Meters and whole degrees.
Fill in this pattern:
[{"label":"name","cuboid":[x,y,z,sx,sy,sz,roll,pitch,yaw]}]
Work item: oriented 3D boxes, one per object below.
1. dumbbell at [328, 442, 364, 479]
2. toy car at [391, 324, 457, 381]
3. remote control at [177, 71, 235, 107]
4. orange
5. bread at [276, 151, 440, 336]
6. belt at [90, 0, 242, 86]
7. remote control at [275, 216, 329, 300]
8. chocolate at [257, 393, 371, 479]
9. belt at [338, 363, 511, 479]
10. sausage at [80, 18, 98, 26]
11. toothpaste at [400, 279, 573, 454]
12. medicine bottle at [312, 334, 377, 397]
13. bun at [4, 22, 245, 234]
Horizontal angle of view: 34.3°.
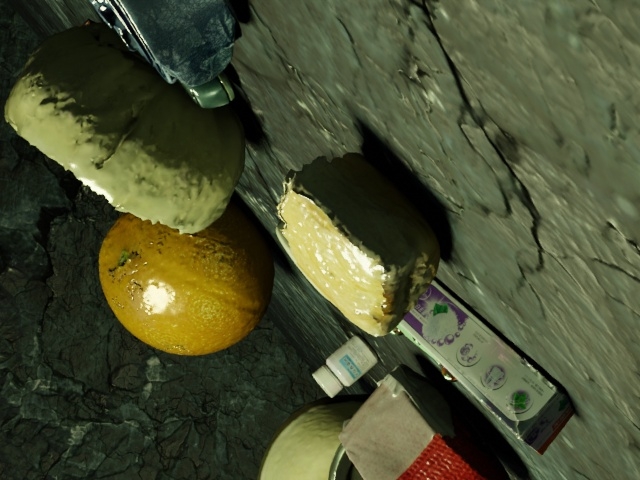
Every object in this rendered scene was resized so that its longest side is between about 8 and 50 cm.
[{"label":"dumbbell","cuboid":[0.118,0.358,1.469,0.192,0.192,0.290,53,173,-14]},{"label":"toy car","cuboid":[0.093,0.082,0.905,0.122,0.035,0.059,37,167,26]},{"label":"remote control","cuboid":[-0.157,-0.208,0.949,0.222,0.042,0.072,49,174,10]},{"label":"orange","cuboid":[-0.207,0.048,1.620,0.274,0.274,0.274,49,172,9]},{"label":"bread","cuboid":[0.032,-0.001,0.719,0.106,0.082,0.125,37,158,20]},{"label":"belt","cuboid":[-0.130,-0.194,0.715,0.190,0.082,0.141,57,175,-32]},{"label":"remote control","cuboid":[0.000,0.000,0.895,0.078,0.042,0.221,50,-173,-6]},{"label":"chocolate","cuboid":[0.075,0.456,1.774,0.326,0.314,0.297,53,167,-23]},{"label":"belt","cuboid":[0.117,0.225,1.125,0.128,0.124,0.201,31,-167,-43]},{"label":"sausage","cuboid":[-0.278,-0.190,1.554,0.102,0.102,0.330,44,169,41]},{"label":"toothpaste","cuboid":[0.109,0.079,0.782,0.040,0.047,0.196,38,-176,-46]},{"label":"medicine bottle","cuboid":[0.036,0.181,1.493,0.052,0.089,0.052,49,173,9]},{"label":"bun","cuboid":[-0.178,-0.123,1.038,0.259,0.152,0.259,31,-174,-3]}]
